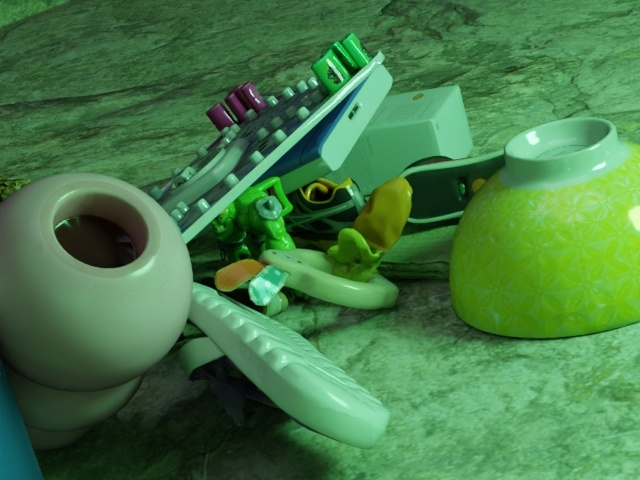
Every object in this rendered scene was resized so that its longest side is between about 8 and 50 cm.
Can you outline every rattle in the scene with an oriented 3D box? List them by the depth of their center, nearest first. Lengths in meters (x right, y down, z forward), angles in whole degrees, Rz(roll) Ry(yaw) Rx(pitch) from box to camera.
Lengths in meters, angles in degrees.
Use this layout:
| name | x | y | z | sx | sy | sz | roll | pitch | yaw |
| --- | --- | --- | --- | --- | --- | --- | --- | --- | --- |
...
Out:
| name | x | y | z | sx | sy | sz | roll | pitch | yaw |
| --- | --- | --- | --- | --- | --- | --- | --- | --- | --- |
| rattle | 0.000 | 0.000 | 1.758 | 0.200 | 0.142 | 0.130 | 13 | 28 | -31 |

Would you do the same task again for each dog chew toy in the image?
| name | x | y | z | sx | sy | sz | roll | pitch | yaw |
| --- | --- | --- | --- | --- | --- | --- | --- | --- | --- |
| dog chew toy | -0.246 | 0.087 | 1.601 | 0.207 | 0.332 | 0.206 | 12 | 49 | -15 |

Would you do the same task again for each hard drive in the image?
| name | x | y | z | sx | sy | sz | roll | pitch | yaw |
| --- | --- | --- | --- | --- | --- | --- | --- | --- | --- |
| hard drive | -0.071 | -0.098 | 2.087 | 0.319 | 0.040 | 0.210 | -24 | 22 | 38 |

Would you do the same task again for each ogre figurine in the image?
| name | x | y | z | sx | sy | sz | roll | pitch | yaw |
| --- | --- | --- | --- | --- | --- | --- | --- | --- | --- |
| ogre figurine | -0.074 | -0.007 | 1.935 | 0.097 | 0.118 | 0.197 | -14 | 19 | -2 |

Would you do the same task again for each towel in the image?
| name | x | y | z | sx | sy | sz | roll | pitch | yaw |
| --- | --- | --- | --- | --- | --- | --- | --- | --- | --- |
| towel | 0.106 | 0.014 | 1.885 | 0.148 | 0.027 | 0.110 | -3 | 23 | 31 |

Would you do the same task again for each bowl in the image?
| name | x | y | z | sx | sy | sz | roll | pitch | yaw |
| --- | --- | --- | --- | --- | --- | --- | --- | --- | --- |
| bowl | 0.258 | -0.033 | 1.717 | 0.289 | 0.156 | 0.289 | -13 | 21 | 5 |

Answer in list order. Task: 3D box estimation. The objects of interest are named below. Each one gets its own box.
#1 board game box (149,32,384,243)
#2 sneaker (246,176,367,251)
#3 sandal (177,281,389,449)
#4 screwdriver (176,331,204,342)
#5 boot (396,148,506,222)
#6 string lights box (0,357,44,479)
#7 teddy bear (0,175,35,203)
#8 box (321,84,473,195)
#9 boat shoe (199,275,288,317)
| name | x | y | z | sx | sy | sz | roll | pitch | yaw |
| --- | --- | --- | --- | --- | --- | --- | --- | --- | --- |
| board game box | -0.146 | -0.082 | 1.975 | 0.390 | 0.050 | 0.390 | -44 | 12 | -21 |
| sneaker | -0.018 | -0.038 | 2.028 | 0.215 | 0.083 | 0.084 | 1 | 28 | 41 |
| sandal | -0.071 | 0.126 | 1.601 | 0.102 | 0.169 | 0.416 | -60 | 20 | 0 |
| screwdriver | -0.136 | 0.101 | 1.840 | 0.170 | 0.024 | 0.025 | -13 | 49 | 1 |
| boot | 0.208 | -0.071 | 1.964 | 0.244 | 0.088 | 0.176 | -3 | 7 | 7 |
| string lights box | -0.334 | 0.148 | 1.521 | 0.077 | 0.259 | 0.133 | -28 | 24 | -31 |
| teddy bear | -0.434 | -0.024 | 2.192 | 0.245 | 0.113 | 0.338 | -5 | 5 | -35 |
| box | 0.093 | -0.126 | 2.161 | 0.170 | 0.091 | 0.130 | -6 | 22 | 24 |
| boat shoe | -0.087 | 0.066 | 1.867 | 0.045 | 0.050 | 0.135 | -4 | 11 | -36 |
